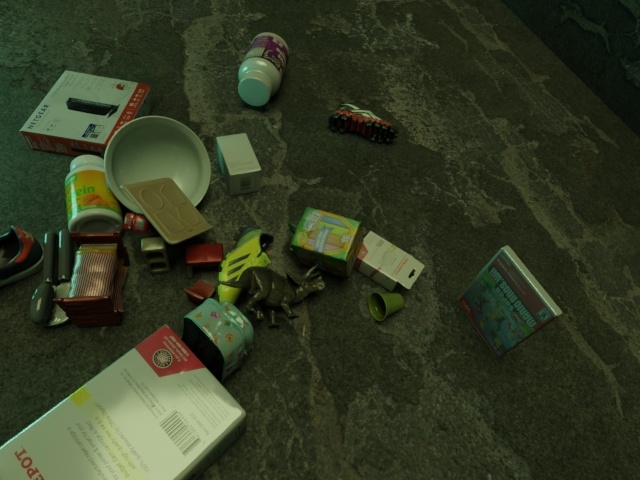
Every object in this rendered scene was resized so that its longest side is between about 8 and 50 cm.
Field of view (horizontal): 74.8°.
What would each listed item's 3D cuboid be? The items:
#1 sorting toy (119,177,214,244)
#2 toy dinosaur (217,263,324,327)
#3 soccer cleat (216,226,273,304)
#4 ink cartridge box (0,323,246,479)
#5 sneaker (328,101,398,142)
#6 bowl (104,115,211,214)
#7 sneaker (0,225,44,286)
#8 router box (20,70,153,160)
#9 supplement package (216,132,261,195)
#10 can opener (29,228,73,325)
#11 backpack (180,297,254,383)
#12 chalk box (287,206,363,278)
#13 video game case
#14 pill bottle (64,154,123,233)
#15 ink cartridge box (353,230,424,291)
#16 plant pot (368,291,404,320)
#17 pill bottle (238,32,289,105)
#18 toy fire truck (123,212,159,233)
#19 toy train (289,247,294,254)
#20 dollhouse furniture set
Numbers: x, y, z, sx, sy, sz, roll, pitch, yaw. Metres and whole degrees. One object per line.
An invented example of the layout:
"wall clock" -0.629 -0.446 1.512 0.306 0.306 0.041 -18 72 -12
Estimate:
"sorting toy" -0.411 -0.082 1.134 0.208 0.038 0.193 47 22 1
"toy dinosaur" -0.141 0.132 1.108 0.314 0.121 0.160 15 52 -32
"soccer cleat" -0.204 0.068 1.164 0.121 0.093 0.289 12 44 1
"ink cartridge box" -0.387 0.413 0.859 0.279 0.160 0.385 41 58 19
"sneaker" 0.175 -0.471 1.634 0.276 0.097 0.135 16 56 2
"bowl" -0.496 -0.214 1.267 0.298 0.134 0.297 -3 96 -32
"sneaker" -0.869 0.082 1.013 0.131 0.148 0.350 37 57 16
"router box" -0.778 -0.427 1.433 0.301 0.082 0.335 8 54 -5
"supplement package" -0.273 -0.254 1.392 0.105 0.105 0.179 -14 59 -19
"can opener" -0.681 0.087 1.079 0.074 0.093 0.280 -10 58 -12
"backpack" -0.245 0.229 1.001 0.166 0.188 0.144 41 58 19
"chalk box" 0.000 0.000 1.199 0.213 0.132 0.132 16 68 17
"video game case" 0.485 0.172 1.118 0.025 0.285 0.204 -17 60 -20
"pill bottle" -0.657 -0.127 1.209 0.136 0.136 0.245 -13 58 -19
"ink cartridge box" 0.200 0.073 1.271 0.198 0.067 0.115 33 56 15
"plant pot" 0.193 0.181 1.193 0.079 0.083 0.083 -7 56 -29
"pill bottle" -0.228 -0.674 1.659 0.169 0.169 0.301 11 54 -2
"toy fire truck" -0.441 -0.039 1.160 0.135 0.192 0.047 12 91 -2
"toy train" -0.054 -0.019 1.307 0.027 0.036 0.158 23 54 6
"dollhouse furniture set" -0.441 0.090 1.085 0.374 0.152 0.201 -3 56 -13
